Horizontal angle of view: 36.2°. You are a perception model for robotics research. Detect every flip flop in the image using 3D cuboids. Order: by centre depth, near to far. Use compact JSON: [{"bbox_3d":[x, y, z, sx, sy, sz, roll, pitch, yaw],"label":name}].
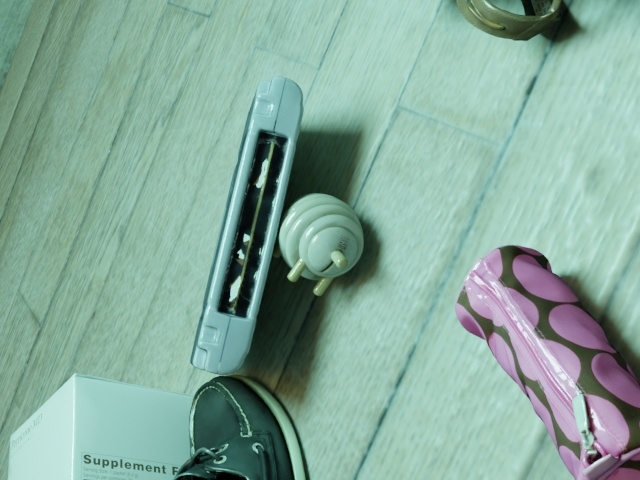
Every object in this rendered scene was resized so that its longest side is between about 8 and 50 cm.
[{"bbox_3d":[0.152,-0.208,0.822,0.277,0.112,0.080,15,113,54],"label":"flip flop"}]

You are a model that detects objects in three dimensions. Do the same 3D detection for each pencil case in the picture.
[{"bbox_3d":[0.163,0.089,0.661,0.095,0.098,0.209,-57,36,21],"label":"pencil case"}]

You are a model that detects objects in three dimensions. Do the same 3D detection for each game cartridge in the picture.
[{"bbox_3d":[-0.079,-0.007,1.023,0.196,0.060,0.294,160,123,-77],"label":"game cartridge"}]

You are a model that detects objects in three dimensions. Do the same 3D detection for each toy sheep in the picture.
[{"bbox_3d":[0.000,0.000,0.946,0.091,0.091,0.132,-63,31,13],"label":"toy sheep"}]

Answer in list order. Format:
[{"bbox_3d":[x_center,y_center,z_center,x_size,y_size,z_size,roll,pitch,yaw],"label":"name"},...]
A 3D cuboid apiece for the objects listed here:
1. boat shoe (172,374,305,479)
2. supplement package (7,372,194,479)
[{"bbox_3d":[-0.088,0.251,0.929,0.127,0.113,0.340,-52,39,28],"label":"boat shoe"},{"bbox_3d":[-0.221,0.319,1.032,0.177,0.175,0.293,-41,44,39],"label":"supplement package"}]
